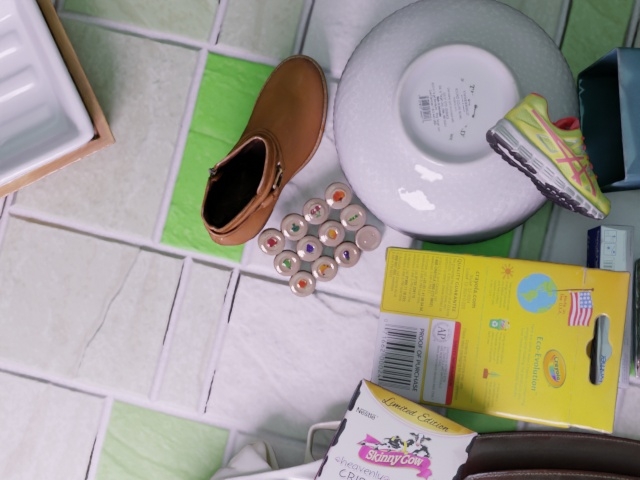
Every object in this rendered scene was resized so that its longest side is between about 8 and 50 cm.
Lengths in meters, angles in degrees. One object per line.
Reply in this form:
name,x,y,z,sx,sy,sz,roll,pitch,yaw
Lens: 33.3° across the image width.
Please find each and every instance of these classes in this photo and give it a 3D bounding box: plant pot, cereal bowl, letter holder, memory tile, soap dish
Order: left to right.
soap dish,-0.435,-0.211,1.471,0.229,0.118,0.291,-26,85,2
memory tile,0.000,0.000,1.456,0.148,0.012,0.113,-35,106,-1
cereal bowl,0.179,-0.165,1.409,0.339,0.141,0.339,0,88,4
letter holder,0.325,0.357,1.363,0.302,0.152,0.214,3,85,5
plant pot,0.473,-0.154,1.377,0.234,0.166,0.165,-3,87,-3

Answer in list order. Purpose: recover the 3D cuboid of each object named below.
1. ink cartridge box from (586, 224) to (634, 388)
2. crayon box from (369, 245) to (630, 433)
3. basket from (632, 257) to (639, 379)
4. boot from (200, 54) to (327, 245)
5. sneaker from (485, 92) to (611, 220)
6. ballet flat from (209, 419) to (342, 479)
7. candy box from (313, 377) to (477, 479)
ink cartridge box,0.375,0.086,1.400,0.046,0.097,0.207,3,86,4
crayon box,0.231,0.124,1.365,0.318,0.081,0.202,7,87,27
basket,0.472,0.103,1.388,0.113,0.103,0.167,1,88,6
boot,-0.077,-0.126,1.385,0.109,0.220,0.283,29,90,5
sneaker,0.302,-0.102,1.321,0.208,0.081,0.094,38,85,-30
ballet flat,-0.027,0.315,1.417,0.400,0.139,0.139,-12,86,0
candy box,0.072,0.307,1.310,0.159,0.071,0.233,24,80,3
